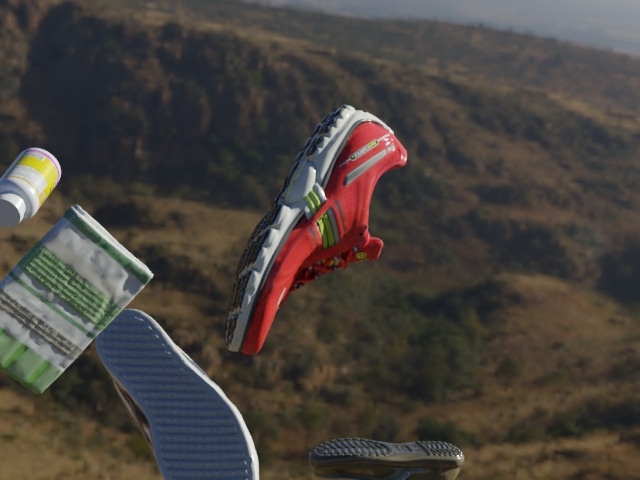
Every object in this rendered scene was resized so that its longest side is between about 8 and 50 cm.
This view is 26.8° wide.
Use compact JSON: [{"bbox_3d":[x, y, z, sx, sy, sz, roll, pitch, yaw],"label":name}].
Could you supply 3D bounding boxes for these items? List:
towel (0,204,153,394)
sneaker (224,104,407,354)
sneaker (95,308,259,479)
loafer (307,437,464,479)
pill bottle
[{"bbox_3d":[-0.232,0.052,1.173,0.113,0.152,0.023,47,-4,-40],"label":"towel"},{"bbox_3d":[0.000,0.000,1.338,0.118,0.279,0.107,31,-9,-8],"label":"sneaker"},{"bbox_3d":[-0.173,0.234,1.748,0.126,0.127,0.321,-31,64,-7],"label":"sneaker"},{"bbox_3d":[0.061,0.214,1.244,0.148,0.050,0.056,3,9,-8],"label":"loafer"},{"bbox_3d":[-0.267,-0.046,1.202,0.043,0.043,0.083,10,35,8],"label":"pill bottle"}]
